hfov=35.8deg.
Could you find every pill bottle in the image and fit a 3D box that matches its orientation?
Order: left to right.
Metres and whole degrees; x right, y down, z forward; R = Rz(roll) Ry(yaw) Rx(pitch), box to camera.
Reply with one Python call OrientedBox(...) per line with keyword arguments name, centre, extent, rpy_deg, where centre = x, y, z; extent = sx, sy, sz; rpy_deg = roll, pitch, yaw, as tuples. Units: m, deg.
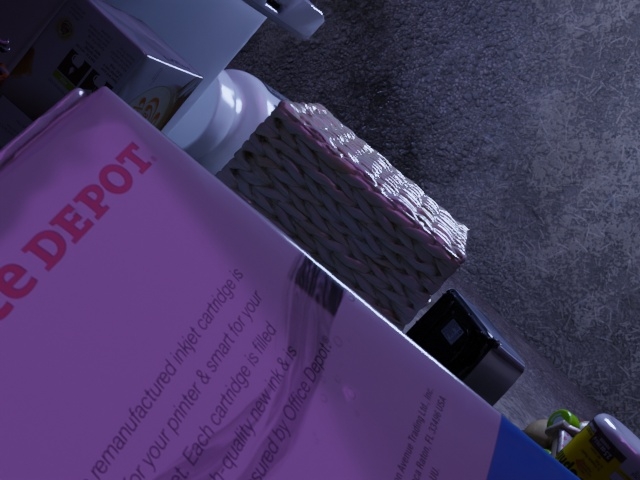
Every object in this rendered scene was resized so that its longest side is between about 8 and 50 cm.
OrientedBox(name="pill bottle", centre=(-0.130, -0.169, 1.713), extent=(0.363, 0.210, 0.210), rpy_deg=(27, 18, -53))
OrientedBox(name="pill bottle", centre=(0.345, 0.343, 1.326), extent=(0.117, 0.215, 0.117), rpy_deg=(40, 11, -9))

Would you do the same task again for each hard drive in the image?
OrientedBox(name="hard drive", centre=(-0.163, -0.392, 1.182), extent=(0.353, 0.047, 0.233), rpy_deg=(47, 13, 19))

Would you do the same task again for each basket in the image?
OrientedBox(name="basket", centre=(0.000, 0.000, 1.362), extent=(0.331, 0.266, 0.328), rpy_deg=(40, 12, 2))

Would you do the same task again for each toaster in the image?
OrientedBox(name="toaster", centre=(0.220, 0.195, 1.599), extent=(0.110, 0.168, 0.185), rpy_deg=(35, 12, -33))

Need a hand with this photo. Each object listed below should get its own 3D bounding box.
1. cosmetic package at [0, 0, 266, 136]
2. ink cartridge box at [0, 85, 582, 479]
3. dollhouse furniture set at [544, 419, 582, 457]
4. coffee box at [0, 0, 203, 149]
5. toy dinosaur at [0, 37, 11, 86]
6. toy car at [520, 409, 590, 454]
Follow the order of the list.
OrientedBox(name="cosmetic package", centre=(-0.356, -0.356, 1.353), extent=(0.393, 0.327, 0.329), rpy_deg=(47, 12, 24))
OrientedBox(name="ink cartridge box", centre=(-0.066, 0.148, 0.520), extent=(0.395, 0.166, 0.285), rpy_deg=(40, 40, -7))
OrientedBox(name="dollhouse furniture set", centre=(0.471, 0.349, 1.524), extent=(0.355, 0.174, 0.303), rpy_deg=(41, 39, -12))
OrientedBox(name="coffee box", centre=(-0.243, -0.099, 0.939), extent=(0.098, 0.246, 0.141), rpy_deg=(43, 10, 11))
OrientedBox(name="toy dinosaur", centre=(-0.409, -0.181, 0.981), extent=(0.322, 0.164, 0.218), rpy_deg=(36, 27, -48))
OrientedBox(name="toy car", centre=(0.392, 0.372, 1.727), extent=(0.155, 0.149, 0.188), rpy_deg=(40, -18, -28))
